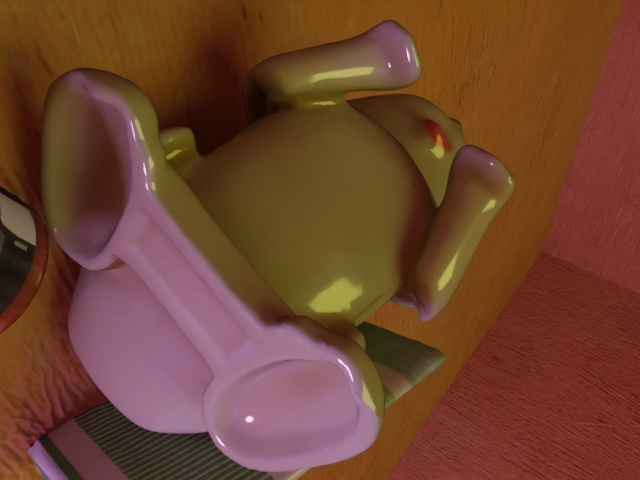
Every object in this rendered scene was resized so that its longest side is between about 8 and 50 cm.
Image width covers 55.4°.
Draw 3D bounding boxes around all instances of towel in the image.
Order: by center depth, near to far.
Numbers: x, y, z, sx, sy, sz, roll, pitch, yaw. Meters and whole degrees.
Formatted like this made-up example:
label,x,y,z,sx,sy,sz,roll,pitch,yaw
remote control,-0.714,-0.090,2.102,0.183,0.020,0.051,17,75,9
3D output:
label,x,y,z,sx,sy,sz,roll,pitch,yaw
towel,-0.079,0.161,0.577,0.325,0.248,0.038,-29,116,-34

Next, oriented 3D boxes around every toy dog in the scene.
label,x,y,z,sx,sy,sz,roll,pitch,yaw
toy dog,0.000,0.000,0.571,0.408,0.284,0.395,-36,164,-44

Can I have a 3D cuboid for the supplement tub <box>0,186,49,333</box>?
label,x,y,z,sx,sy,sz,roll,pitch,yaw
supplement tub,-0.243,-0.016,0.309,0.106,0.106,0.198,-57,154,-11
